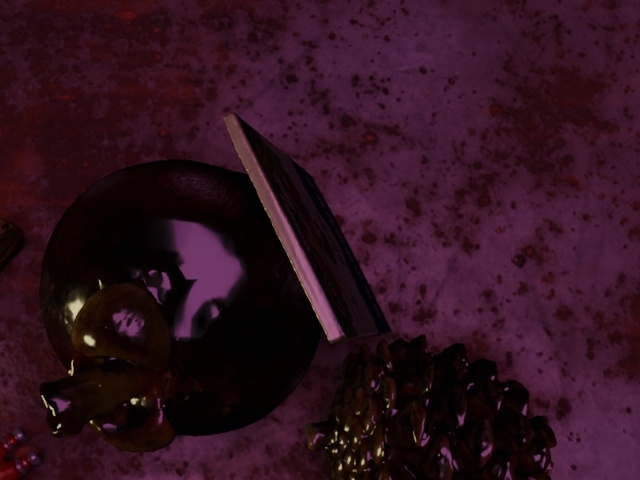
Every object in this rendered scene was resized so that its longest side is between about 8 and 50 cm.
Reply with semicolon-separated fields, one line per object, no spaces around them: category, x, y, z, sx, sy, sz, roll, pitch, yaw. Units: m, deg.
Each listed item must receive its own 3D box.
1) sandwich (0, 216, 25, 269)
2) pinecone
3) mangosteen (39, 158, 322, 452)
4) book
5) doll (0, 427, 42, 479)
sandwich;-0.519;0.011;0.900;0.273;0.095;0.249;34;78;2
pinecone;0.118;0.216;0.859;0.272;0.224;0.224;11;75;-8
mangosteen;-0.142;0.060;0.827;0.297;0.293;0.297;0;88;2
book;0.000;0.000;0.851;0.018;0.322;0.228;-28;81;9
doll;-0.408;0.281;0.853;0.227;0.075;0.102;-35;68;-23
